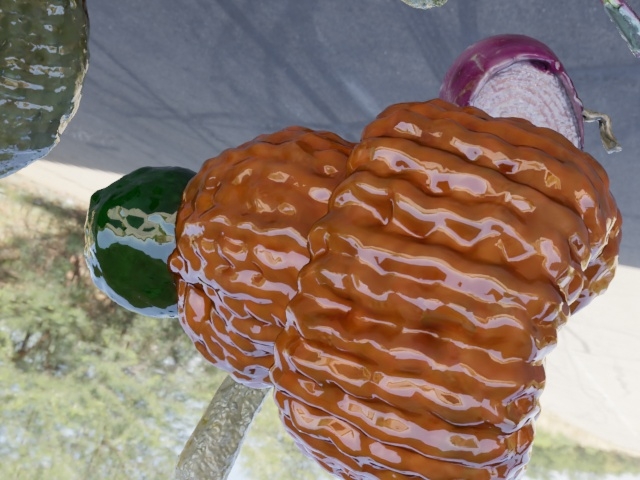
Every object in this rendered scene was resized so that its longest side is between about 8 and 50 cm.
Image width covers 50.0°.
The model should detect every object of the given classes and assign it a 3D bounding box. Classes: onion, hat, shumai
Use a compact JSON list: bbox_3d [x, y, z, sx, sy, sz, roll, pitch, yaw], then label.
[{"bbox_3d":[0.226,-0.144,0.845,0.207,0.200,0.201,43,160,-20],"label":"onion"},{"bbox_3d":[0.000,0.000,0.510,0.400,0.285,0.285,29,175,24],"label":"hat"},{"bbox_3d":[-0.300,-0.189,0.525,0.222,0.271,0.203,-4,-153,-24],"label":"shumai"}]

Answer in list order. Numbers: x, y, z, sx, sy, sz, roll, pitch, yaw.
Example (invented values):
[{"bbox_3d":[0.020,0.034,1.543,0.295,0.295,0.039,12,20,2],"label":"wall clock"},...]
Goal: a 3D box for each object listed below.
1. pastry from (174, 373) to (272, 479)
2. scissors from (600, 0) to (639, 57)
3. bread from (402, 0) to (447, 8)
[{"bbox_3d":[-0.157,0.309,1.114,0.089,0.258,0.121,32,156,-1],"label":"pastry"},{"bbox_3d":[0.318,-0.272,0.758,0.134,0.187,0.020,-5,153,-40],"label":"scissors"},{"bbox_3d":[0.062,-0.384,0.756,0.207,0.056,0.286,42,169,28],"label":"bread"}]
